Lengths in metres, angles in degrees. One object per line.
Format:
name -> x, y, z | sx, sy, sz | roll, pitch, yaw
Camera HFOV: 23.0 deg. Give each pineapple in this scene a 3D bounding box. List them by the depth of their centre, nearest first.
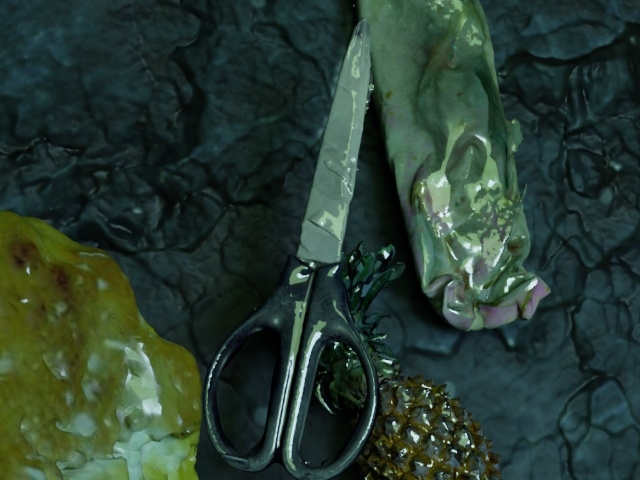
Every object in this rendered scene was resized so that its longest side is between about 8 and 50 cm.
pineapple -> 0.052, 0.104, 1.005 | 0.103, 0.083, 0.221 | -31, 78, -4

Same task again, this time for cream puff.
cream puff -> -0.193, 0.129, 0.907 | 0.282, 0.185, 0.282 | 35, 42, -39

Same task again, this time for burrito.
burrito -> 0.085, -0.082, 1.094 | 0.096, 0.066, 0.309 | -7, 69, -13

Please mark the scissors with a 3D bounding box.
scissors -> 0.000, 0.000, 0.983 | 0.109, 0.022, 0.300 | 8, 75, 9
